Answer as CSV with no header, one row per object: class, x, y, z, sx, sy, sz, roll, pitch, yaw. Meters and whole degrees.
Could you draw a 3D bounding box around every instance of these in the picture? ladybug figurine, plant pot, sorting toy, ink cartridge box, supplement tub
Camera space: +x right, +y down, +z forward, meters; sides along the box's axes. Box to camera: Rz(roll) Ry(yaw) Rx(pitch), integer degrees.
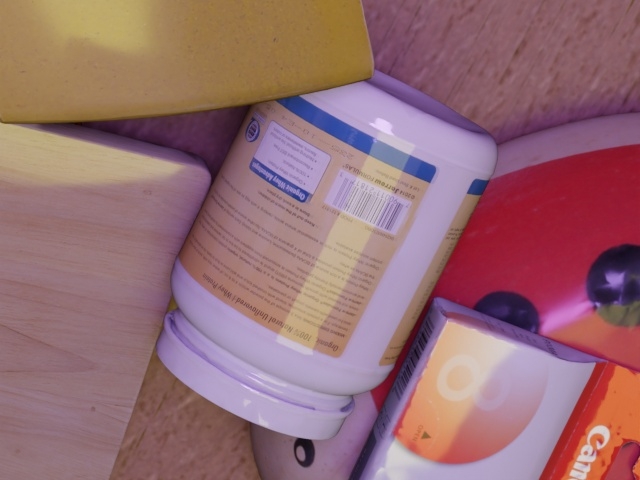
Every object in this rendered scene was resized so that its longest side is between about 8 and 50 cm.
ladybug figurine,0.170,0.086,1.083,0.449,0.162,0.305,-28,109,2
plant pot,-0.118,-0.175,0.850,0.187,0.212,0.212,-23,121,-16
sorting toy,-0.230,0.022,1.023,0.257,0.089,0.255,13,114,-18
ink cartridge box,0.120,0.131,0.983,0.179,0.045,0.145,21,105,-10
supplement tub,0.000,0.000,0.962,0.144,0.144,0.200,23,101,-22
